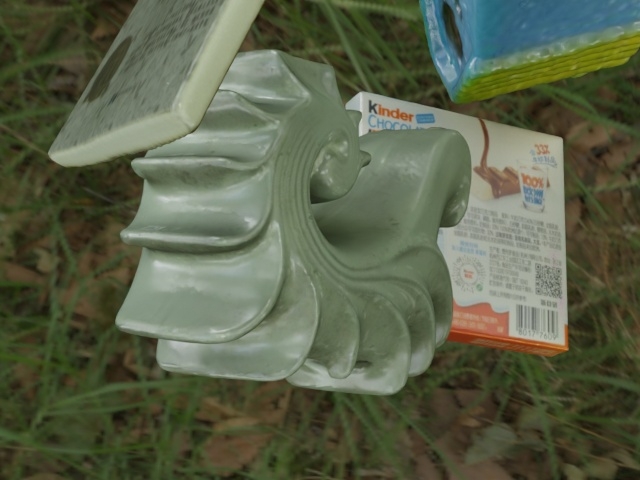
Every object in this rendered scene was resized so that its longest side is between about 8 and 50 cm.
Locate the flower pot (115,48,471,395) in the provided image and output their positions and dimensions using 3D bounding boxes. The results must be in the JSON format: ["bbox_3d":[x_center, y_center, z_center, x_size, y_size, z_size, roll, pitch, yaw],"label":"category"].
[{"bbox_3d":[0.000,0.000,1.142,0.164,0.367,0.254,1,80,36],"label":"flower pot"}]

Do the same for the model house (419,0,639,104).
[{"bbox_3d":[0.246,-0.287,1.527,0.237,0.303,0.215,-15,50,-8],"label":"model house"}]

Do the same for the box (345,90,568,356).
[{"bbox_3d":[0.153,-0.016,1.527,0.273,0.048,0.265,11,69,-21],"label":"box"}]

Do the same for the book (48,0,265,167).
[{"bbox_3d":[-0.034,-0.219,0.817,0.032,0.269,0.389,32,75,-20],"label":"book"}]
